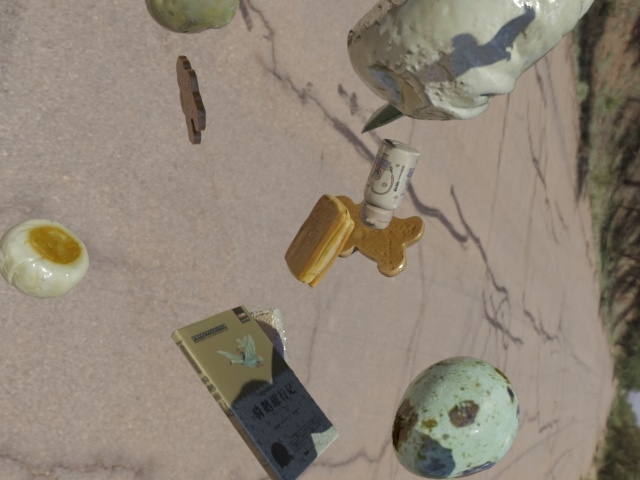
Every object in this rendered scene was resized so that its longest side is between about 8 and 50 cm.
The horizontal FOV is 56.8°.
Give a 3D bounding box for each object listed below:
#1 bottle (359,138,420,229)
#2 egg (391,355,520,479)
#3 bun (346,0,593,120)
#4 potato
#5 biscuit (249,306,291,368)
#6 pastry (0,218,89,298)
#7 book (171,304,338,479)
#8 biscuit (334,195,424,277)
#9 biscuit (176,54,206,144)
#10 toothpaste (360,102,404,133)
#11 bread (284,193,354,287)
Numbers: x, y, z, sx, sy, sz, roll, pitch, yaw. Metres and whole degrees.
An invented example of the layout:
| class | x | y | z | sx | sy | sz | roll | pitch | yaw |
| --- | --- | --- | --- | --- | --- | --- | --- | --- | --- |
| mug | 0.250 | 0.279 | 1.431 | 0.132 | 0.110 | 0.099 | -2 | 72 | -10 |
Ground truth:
| class | x | y | z | sx | sy | sz | roll | pitch | yaw |
| --- | --- | --- | --- | --- | --- | --- | --- | --- | --- |
| bottle | 0.158 | -0.130 | 1.413 | 0.110 | 0.097 | 0.209 | -41 | 152 | -65 |
| egg | 0.201 | 0.270 | 0.894 | 0.231 | 0.169 | 0.169 | -20 | 116 | -38 |
| bun | 0.221 | -0.318 | 0.865 | 0.211 | 0.359 | 0.360 | 48 | 49 | -19 |
| potato | -0.310 | -0.589 | 1.435 | 0.160 | 0.235 | 0.178 | -36 | 137 | -73 |
| biscuit | -0.128 | 0.284 | 1.398 | 0.062 | 0.108 | 0.239 | 18 | 60 | -71 |
| pastry | -0.506 | 0.032 | 1.082 | 0.156 | 0.092 | 0.156 | 39 | 29 | -27 |
| book | -0.106 | 0.260 | 1.042 | 0.021 | 0.310 | 0.217 | -43 | 168 | 23 |
| biscuit | 0.126 | -0.031 | 1.656 | 0.216 | 0.339 | 0.047 | -55 | 144 | -17 |
| biscuit | -0.336 | -0.368 | 1.532 | 0.040 | 0.144 | 0.236 | -4 | 70 | -29 |
| toothpaste | 0.240 | -0.370 | 1.577 | 0.061 | 0.392 | 0.099 | 42 | 64 | -19 |
| bread | 0.000 | 0.000 | 1.333 | 0.077 | 0.116 | 0.200 | 26 | 102 | -28 |
